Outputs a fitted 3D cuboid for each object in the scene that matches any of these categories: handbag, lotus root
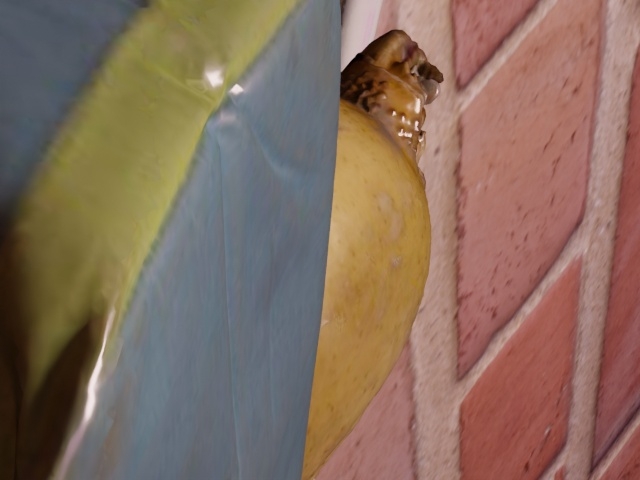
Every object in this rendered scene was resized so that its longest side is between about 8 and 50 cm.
[{"bbox_3d":[-0.133,0.029,0.463,0.263,0.241,0.222,93,15,-45],"label":"handbag"},{"bbox_3d":[-0.046,0.038,0.831,0.342,0.151,0.169,-45,154,-25],"label":"lotus root"}]

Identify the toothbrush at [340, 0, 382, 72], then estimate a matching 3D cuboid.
[{"bbox_3d":[0.004,0.002,1.037,0.042,0.040,0.418,-34,146,-43],"label":"toothbrush"}]
